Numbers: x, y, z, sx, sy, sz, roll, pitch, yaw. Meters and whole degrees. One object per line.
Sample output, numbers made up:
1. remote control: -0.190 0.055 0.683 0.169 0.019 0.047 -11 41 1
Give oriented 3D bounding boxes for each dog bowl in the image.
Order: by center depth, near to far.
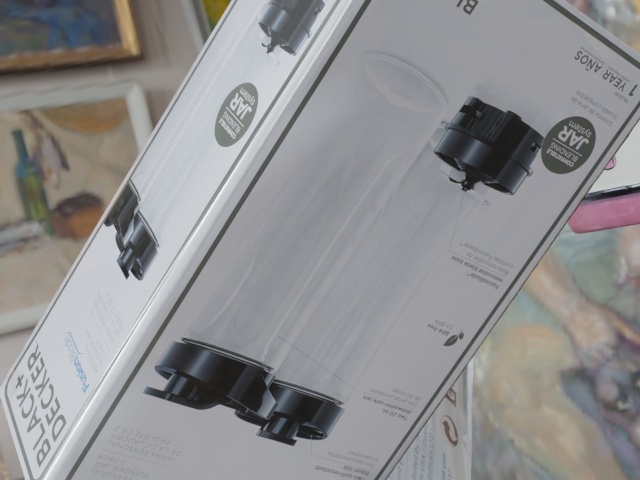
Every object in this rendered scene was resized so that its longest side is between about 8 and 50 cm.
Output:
1. dog bowl: 0.479 -0.108 1.471 0.408 0.150 0.408 -9 -1 0

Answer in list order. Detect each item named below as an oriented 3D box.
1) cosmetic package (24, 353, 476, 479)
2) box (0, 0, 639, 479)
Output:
1. cosmetic package: -0.072 0.210 1.335 0.394 0.327 0.329 -26 36 31
2. box: 0.000 0.000 0.518 0.169 0.290 0.087 22 16 -36
